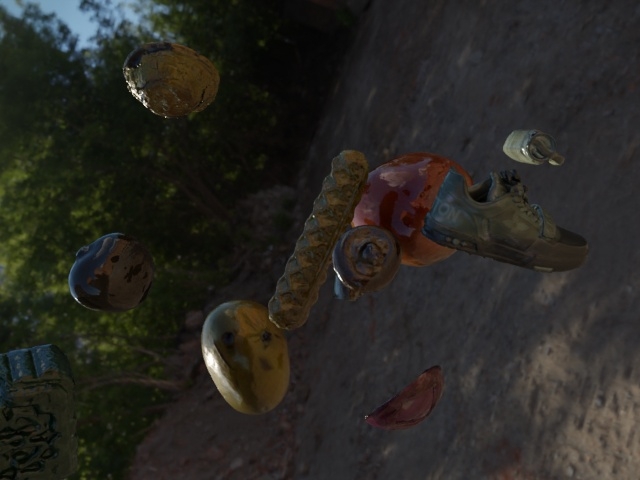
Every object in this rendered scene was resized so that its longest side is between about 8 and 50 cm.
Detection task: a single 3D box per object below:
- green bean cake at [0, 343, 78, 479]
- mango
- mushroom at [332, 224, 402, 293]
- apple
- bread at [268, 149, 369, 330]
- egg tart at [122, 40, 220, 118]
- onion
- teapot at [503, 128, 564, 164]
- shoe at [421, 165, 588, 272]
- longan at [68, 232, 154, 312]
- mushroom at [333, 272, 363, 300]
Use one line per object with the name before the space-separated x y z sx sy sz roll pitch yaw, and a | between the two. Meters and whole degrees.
green bean cake | -0.708 0.412 1.639 0.169 0.307 0.300 38 130 56
mango | -0.222 0.359 2.144 0.220 0.301 0.445 -34 -29 -33
mushroom | 0.079 0.031 1.215 0.126 0.085 0.109 -41 37 -22
apple | 0.186 -0.071 1.519 0.241 0.242 0.242 24 97 43
bread | -0.001 -0.001 1.386 0.368 0.077 0.084 -67 -20 -1
egg tart | -0.366 -0.379 1.785 0.241 0.241 0.106 118 159 -56
onion | 0.253 0.467 2.065 0.250 0.111 0.247 -38 -15 12
teapot | 0.518 -0.217 1.764 0.077 0.107 0.200 -55 4 7
shoe | 0.322 -0.045 1.205 0.109 0.293 0.149 -98 19 -64
longan | -0.448 0.075 1.583 0.189 0.189 0.189 -162 90 -83
mushroom | 0.071 0.108 1.819 0.210 0.072 0.094 0 -82 -82
